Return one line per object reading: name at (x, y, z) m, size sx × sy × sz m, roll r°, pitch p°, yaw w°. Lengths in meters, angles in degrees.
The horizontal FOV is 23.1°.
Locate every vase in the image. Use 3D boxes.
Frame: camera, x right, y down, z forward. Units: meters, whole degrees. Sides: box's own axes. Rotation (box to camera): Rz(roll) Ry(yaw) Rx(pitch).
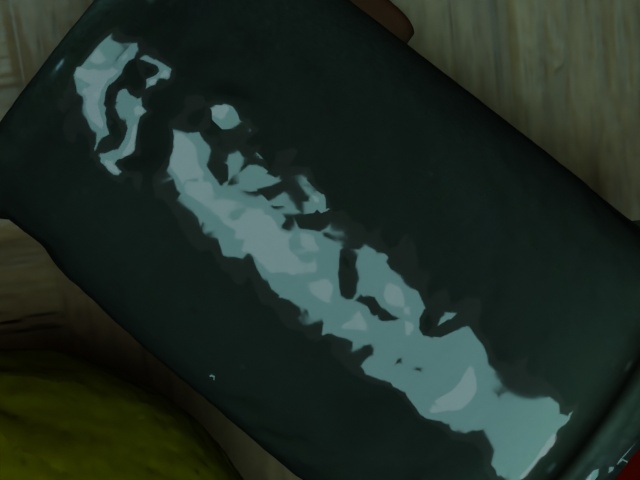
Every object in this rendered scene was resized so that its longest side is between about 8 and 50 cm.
vase at (0.000, 0.000, 0.722) m, size 0.291 × 0.245 × 0.245 m, roll 39°, pitch 101°, yaw -9°

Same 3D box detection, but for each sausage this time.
sausage at (0.009, -0.119, 0.784) m, size 0.083 × 0.034 × 0.034 m, roll 35°, pitch 102°, yaw -12°

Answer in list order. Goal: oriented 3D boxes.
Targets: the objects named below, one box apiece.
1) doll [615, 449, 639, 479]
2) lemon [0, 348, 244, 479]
doll at (0.130, 0.136, 0.862) m, size 0.169 × 0.057 × 0.109 m, roll -5°, pitch 91°, yaw 13°
lemon at (-0.146, 0.191, 0.747) m, size 0.293 × 0.293 × 0.293 m, roll -1°, pitch 107°, yaw -4°
